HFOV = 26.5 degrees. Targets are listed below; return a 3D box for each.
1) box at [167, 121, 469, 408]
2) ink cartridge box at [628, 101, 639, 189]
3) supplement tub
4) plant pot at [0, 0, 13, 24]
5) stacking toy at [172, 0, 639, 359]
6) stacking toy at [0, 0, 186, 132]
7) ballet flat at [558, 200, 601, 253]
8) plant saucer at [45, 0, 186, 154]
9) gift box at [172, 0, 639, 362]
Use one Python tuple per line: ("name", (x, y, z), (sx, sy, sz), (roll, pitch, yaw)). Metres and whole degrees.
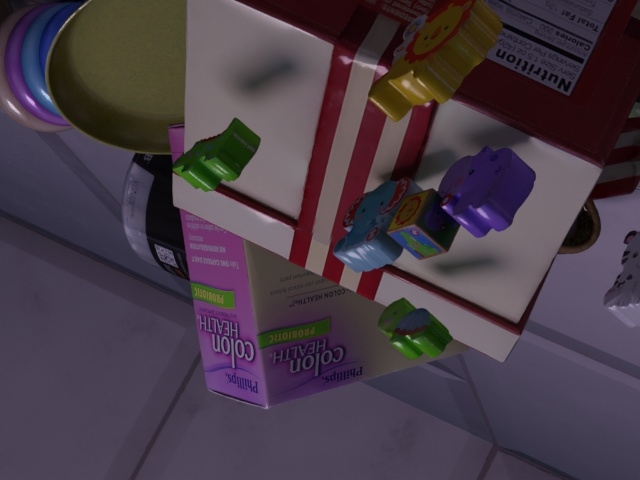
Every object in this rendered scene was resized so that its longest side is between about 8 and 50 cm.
("box", (0.000, 0.000, 1.199), (0.214, 0.243, 0.117), (-13, -171, -30))
("ink cartridge box", (0.238, -0.070, 1.038), (0.171, 0.056, 0.235), (19, -174, 36))
("supplement tub", (-0.049, -0.018, 1.507), (0.316, 0.193, 0.193), (21, 165, 31))
("plant pot", (-0.446, -0.216, 1.490), (0.191, 0.284, 0.284), (-4, 156, 16))
("stacking toy", (0.050, -0.018, 0.641), (0.167, 0.052, 0.221), (41, 149, -22))
("stacking toy", (-0.207, -0.192, 1.357), (0.141, 0.141, 0.330), (36, 158, -30))
("ballet flat", (0.107, -0.076, 1.115), (0.342, 0.116, 0.124), (33, 177, -28))
("plant saucer", (-0.120, -0.163, 1.184), (0.241, 0.037, 0.241), (-10, 146, -6))
("gift box", (0.082, -0.112, 0.785), (0.255, 0.276, 0.258), (30, 152, 9))
